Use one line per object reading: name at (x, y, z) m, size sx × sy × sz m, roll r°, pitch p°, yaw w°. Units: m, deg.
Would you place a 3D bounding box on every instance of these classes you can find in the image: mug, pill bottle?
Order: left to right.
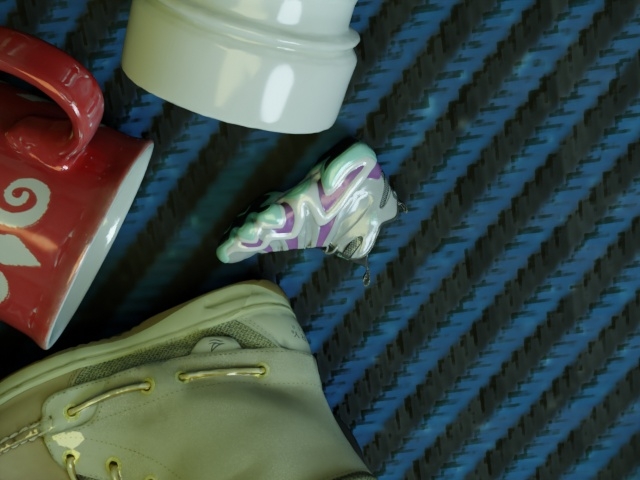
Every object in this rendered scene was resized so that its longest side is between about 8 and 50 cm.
mug at (-0.173, -0.050, 0.551) m, size 0.169 × 0.113 × 0.150 m, roll 26°, pitch 111°, yaw -4°
pill bottle at (-0.010, -0.169, 0.488) m, size 0.131 × 0.131 × 0.229 m, roll 16°, pitch 111°, yaw -5°

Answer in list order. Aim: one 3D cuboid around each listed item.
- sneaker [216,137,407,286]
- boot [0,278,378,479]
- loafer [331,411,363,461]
sneaker at (0.000, 0.000, 0.601) m, size 0.098 × 0.038 × 0.069 m, roll -34°, pitch 106°, yaw 13°
boot at (-0.081, 0.127, 0.562) m, size 0.213 × 0.165 × 0.077 m, roll -25°, pitch 146°, yaw -9°
loafer at (-0.083, 0.142, 0.647) m, size 0.220 × 0.080 × 0.078 m, roll -9°, pitch 143°, yaw 3°
